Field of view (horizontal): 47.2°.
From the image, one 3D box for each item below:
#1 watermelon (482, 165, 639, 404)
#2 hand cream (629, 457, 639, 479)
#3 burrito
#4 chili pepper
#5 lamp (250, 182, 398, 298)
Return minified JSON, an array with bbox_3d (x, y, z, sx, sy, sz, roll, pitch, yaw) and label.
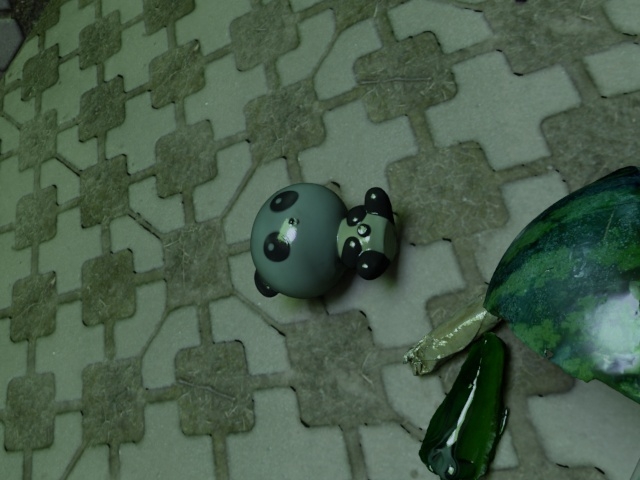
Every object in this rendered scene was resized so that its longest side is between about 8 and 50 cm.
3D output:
[{"bbox_3d":[0.296,0.059,0.886,0.222,0.292,0.319,-9,73,31],"label":"watermelon"},{"bbox_3d":[0.361,0.347,0.827,0.111,0.070,0.312,18,85,39],"label":"hand cream"},{"bbox_3d":[0.198,0.136,1.070,0.188,0.045,0.058,-40,49,16],"label":"burrito"},{"bbox_3d":[0.201,0.229,1.014,0.108,0.062,0.216,13,75,41],"label":"chili pepper"},{"bbox_3d":[0.000,0.000,1.210,0.244,0.198,0.197,-2,67,28],"label":"lamp"}]
